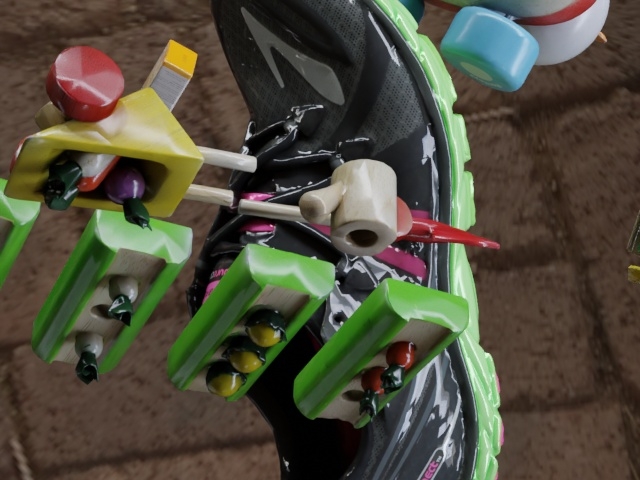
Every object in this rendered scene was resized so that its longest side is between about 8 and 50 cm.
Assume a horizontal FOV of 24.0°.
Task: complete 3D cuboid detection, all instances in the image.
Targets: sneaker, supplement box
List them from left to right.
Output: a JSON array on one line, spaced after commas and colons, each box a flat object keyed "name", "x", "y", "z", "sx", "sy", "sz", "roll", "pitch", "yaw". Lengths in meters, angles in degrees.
[{"name": "supplement box", "x": -0.174, "y": -0.161, "z": 1.634, "sx": 0.036, "sy": 0.062, "sz": 0.098, "roll": 28, "pitch": 116, "yaw": -14}, {"name": "sneaker", "x": 0.000, "y": 0.000, "z": 1.122, "sx": 0.185, "sy": 0.202, "sz": 0.483, "roll": -21, "pitch": 81, "yaw": 52}]

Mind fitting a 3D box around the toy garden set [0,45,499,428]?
[{"name": "toy garden set", "x": -0.046, "y": 0.021, "z": 0.643, "sx": 0.244, "sy": 0.049, "sz": 0.204, "roll": 14, "pitch": 144, "yaw": -19}]

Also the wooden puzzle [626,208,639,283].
[{"name": "wooden puzzle", "x": 0.332, "y": 0.001, "z": 1.439, "sx": 0.078, "sy": 0.014, "sz": 0.116, "roll": 24, "pitch": 125, "yaw": 30}]

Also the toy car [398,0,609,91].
[{"name": "toy car", "x": 0.161, "y": -0.224, "z": 1.278, "sx": 0.210, "sy": 0.238, "sz": 0.219, "roll": 25, "pitch": 85, "yaw": 27}]
